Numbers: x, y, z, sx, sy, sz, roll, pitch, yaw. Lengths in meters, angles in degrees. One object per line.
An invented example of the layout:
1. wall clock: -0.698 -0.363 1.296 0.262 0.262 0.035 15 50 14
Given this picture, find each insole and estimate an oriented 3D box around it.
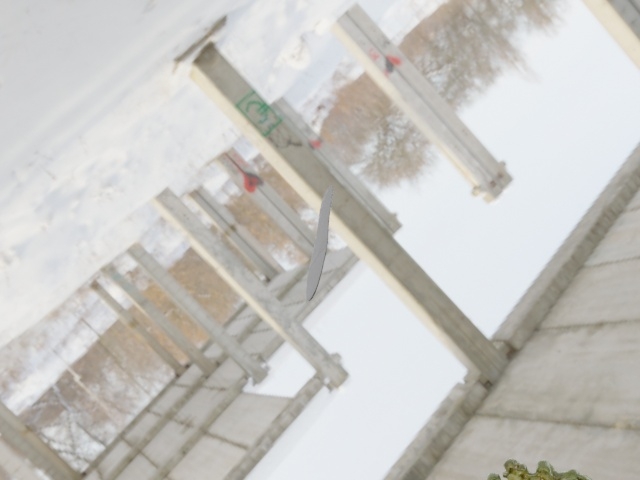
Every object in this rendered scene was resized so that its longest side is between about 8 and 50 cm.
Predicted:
1. insole: 0.000 0.000 0.695 0.045 0.002 0.135 126 -22 -47

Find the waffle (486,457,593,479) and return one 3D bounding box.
1. waffle: 0.230 0.320 0.738 0.184 0.169 0.036 -69 164 2
